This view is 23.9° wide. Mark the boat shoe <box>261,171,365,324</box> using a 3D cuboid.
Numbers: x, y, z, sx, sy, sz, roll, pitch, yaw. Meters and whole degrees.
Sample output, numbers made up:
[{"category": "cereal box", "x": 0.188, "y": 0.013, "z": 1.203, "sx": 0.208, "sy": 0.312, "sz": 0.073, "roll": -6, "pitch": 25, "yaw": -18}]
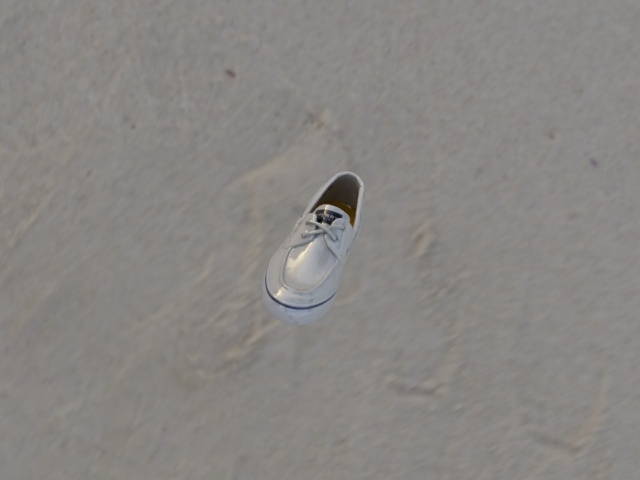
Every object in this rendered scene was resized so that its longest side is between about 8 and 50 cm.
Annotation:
[{"category": "boat shoe", "x": 0.000, "y": 0.000, "z": 0.700, "sx": 0.035, "sy": 0.035, "sz": 0.100, "roll": 20, "pitch": 36, "yaw": 9}]
